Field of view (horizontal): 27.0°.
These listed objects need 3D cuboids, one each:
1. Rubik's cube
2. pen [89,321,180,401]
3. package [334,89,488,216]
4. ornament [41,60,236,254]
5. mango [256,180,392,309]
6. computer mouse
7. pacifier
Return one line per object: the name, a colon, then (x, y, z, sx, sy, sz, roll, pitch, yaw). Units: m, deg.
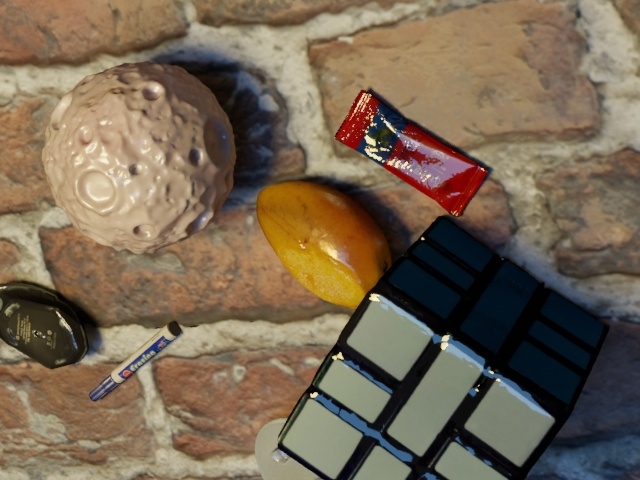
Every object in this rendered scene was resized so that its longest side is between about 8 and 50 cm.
Rubik's cube: (0.159, 0.186, 1.696, 0.283, 0.288, 0.293, 32, 119, 8)
pen: (-0.284, 0.187, 2.021, 0.204, 0.025, 0.025, -40, 90, 28)
package: (0.118, -0.114, 1.754, 0.200, 0.022, 0.083, 33, 117, 7)
ornament: (-0.231, -0.113, 1.763, 0.225, 0.259, 0.259, -8, 105, 26)
mango: (0.004, -0.003, 1.799, 0.217, 0.102, 0.141, 35, 142, 14)
computer mouse: (-0.427, 0.126, 2.039, 0.192, 0.062, 0.105, 21, 116, 21)
pacifier: (-0.017, 0.393, 1.885, 0.279, 0.207, 0.227, 49, 136, 1)
